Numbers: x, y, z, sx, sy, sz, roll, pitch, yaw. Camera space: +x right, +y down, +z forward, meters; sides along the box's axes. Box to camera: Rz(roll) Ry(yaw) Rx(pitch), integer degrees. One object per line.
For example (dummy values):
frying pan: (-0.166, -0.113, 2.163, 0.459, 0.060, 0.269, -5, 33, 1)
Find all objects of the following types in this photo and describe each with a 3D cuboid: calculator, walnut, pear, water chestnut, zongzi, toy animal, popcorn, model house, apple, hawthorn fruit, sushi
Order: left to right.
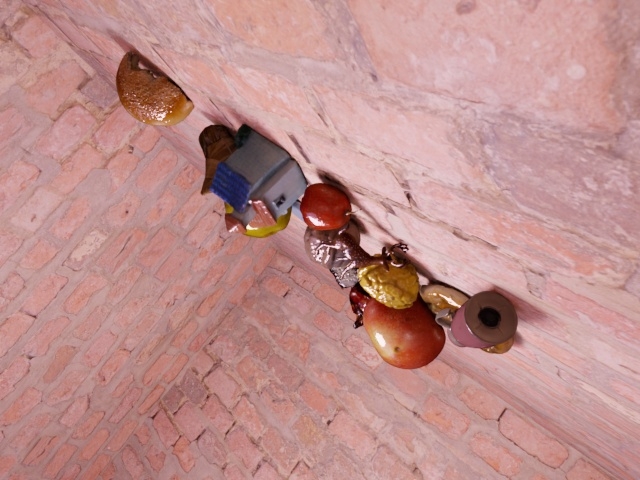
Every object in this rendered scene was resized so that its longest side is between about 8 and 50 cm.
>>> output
zongzi: (-0.410, -0.300, 1.634, 0.286, 0.288, 0.134, 46, 135, 9)
model house: (-0.241, -0.165, 1.518, 0.251, 0.330, 0.295, 31, 167, 20)
pear: (-0.288, -0.175, 1.866, 0.375, 0.287, 0.287, 52, 173, 8)
calculator: (-0.072, -0.119, 1.973, 0.302, 0.042, 0.188, 36, 170, 34)
walnut: (0.044, -0.004, 1.599, 0.224, 0.224, 0.224, 37, 171, 7)
hawthorn fruit: (0.039, -0.099, 1.378, 0.203, 0.163, 0.163, 20, 165, 18)
sushi: (0.119, 0.141, 2.262, 0.213, 0.147, 0.115, 55, 177, 2)
toy animal: (0.136, 0.047, 1.421, 0.243, 0.087, 0.259, 34, 139, -31)
water chestnut: (0.266, 0.352, 2.252, 0.300, 0.300, 0.300, 37, 171, 7)
popcorn: (0.243, 0.153, 1.563, 0.225, 0.201, 0.203, 2, 154, -10)
apple: (0.346, 0.358, 1.799, 0.349, 0.276, 0.349, 56, -167, -20)

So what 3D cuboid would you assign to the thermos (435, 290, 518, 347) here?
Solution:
thermos: (0.446, 0.249, 1.293, 0.176, 0.146, 0.265, 27, 160, 7)

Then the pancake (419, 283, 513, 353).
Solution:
pancake: (0.506, 0.281, 1.556, 0.386, 0.082, 0.387, 40, 168, 10)

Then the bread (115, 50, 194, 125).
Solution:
bread: (-0.667, -0.556, 1.658, 0.314, 0.192, 0.171, 40, 172, -9)

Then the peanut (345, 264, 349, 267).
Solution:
peanut: (0.077, 0.051, 2.018, 0.236, 0.110, 0.120, 34, 162, 15)
